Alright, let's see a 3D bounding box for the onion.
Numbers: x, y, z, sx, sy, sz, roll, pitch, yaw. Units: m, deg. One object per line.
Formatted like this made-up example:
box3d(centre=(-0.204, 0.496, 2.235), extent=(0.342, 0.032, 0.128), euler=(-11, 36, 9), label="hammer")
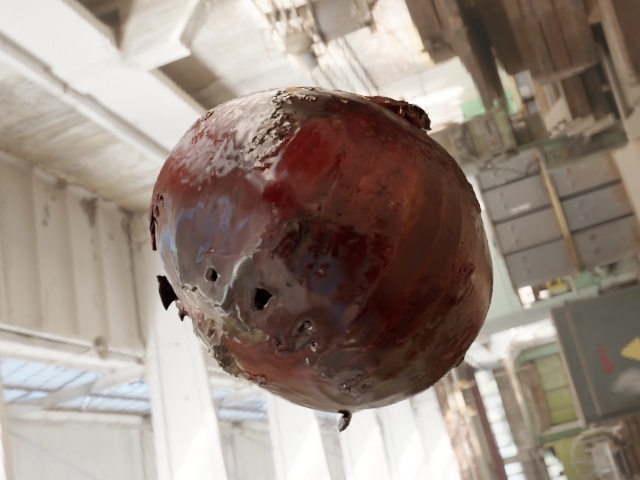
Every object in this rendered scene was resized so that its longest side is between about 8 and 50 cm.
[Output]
box3d(centre=(0.000, 0.000, 0.677), extent=(0.276, 0.276, 0.276), euler=(-18, -90, -77), label="onion")
